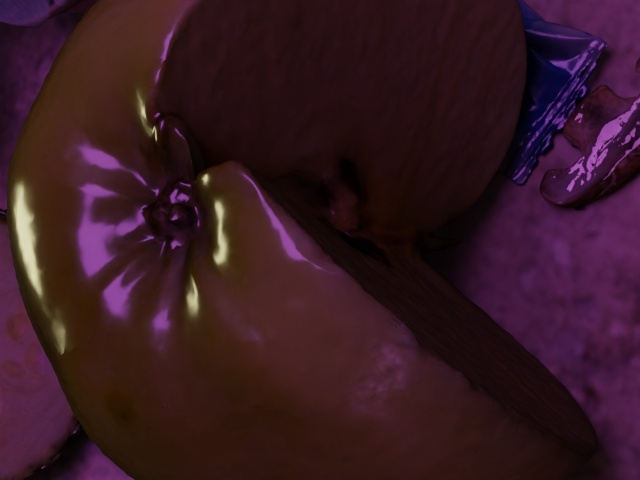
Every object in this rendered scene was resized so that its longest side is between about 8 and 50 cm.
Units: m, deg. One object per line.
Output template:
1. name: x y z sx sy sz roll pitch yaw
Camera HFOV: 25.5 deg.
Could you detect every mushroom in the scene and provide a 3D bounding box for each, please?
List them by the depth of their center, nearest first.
1. mushroom: 0.150 -0.057 0.716 0.101 0.019 0.049 -52 56 6

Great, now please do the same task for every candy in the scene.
1. candy: 0.085 -0.104 0.761 0.136 0.038 0.088 43 102 24

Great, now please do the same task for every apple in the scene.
1. apple: -0.017 0.001 0.654 0.233 0.258 0.295 -22 72 32

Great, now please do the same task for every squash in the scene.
1. squash: -0.264 0.082 0.920 0.260 0.189 0.189 154 124 -63

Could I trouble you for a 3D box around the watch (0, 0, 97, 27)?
1. watch: -0.180 -0.291 0.872 0.162 0.253 0.241 -21 36 47
